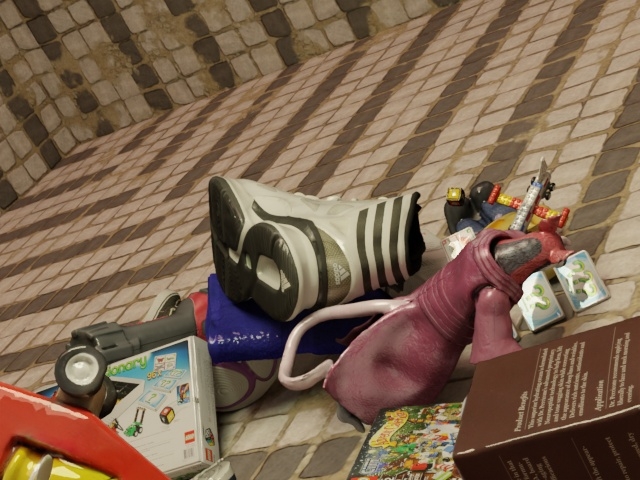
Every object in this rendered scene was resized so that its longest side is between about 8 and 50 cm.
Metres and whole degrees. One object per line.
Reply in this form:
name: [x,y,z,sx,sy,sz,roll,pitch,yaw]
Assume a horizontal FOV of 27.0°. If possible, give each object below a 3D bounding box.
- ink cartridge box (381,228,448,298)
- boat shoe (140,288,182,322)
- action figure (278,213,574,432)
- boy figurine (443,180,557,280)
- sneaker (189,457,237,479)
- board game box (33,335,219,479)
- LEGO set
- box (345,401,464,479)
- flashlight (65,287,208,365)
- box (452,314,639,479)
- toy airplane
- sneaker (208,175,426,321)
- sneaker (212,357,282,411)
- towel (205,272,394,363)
ink cartridge box: [0.148,0.046,1.923,0.109,0.063,0.150,-9,29,-31]
boat shoe: [-0.273,0.156,2.356,0.070,0.078,0.219,11,26,7]
action figure: [0.161,0.070,1.642,0.370,0.275,0.248,-47,23,36]
boy figurine: [0.265,-0.003,1.961,0.177,0.092,0.285,-27,17,-3]
sneaker: [-0.131,0.338,1.702,0.090,0.095,0.235,-38,1,-9]
board game box: [-0.290,0.274,1.951,0.305,0.053,0.193,-20,61,25]
LEGO set: [0.256,0.006,1.799,0.182,0.060,0.244,-26,61,10]
box: [0.124,0.246,1.489,0.159,0.044,0.233,-6,14,15]
flashlight: [-0.266,0.146,2.141,0.304,0.103,0.103,-13,-33,-45]
box: [0.267,0.205,1.341,0.203,0.167,0.168,-19,23,27]
toy airplane: [-0.221,0.334,1.466,0.272,0.386,0.384,-47,34,-18]
sneaker: [0.000,0.001,1.898,0.257,0.169,0.447,-7,16,-19]
sneaker: [-0.195,0.204,2.051,0.305,0.114,0.152,-22,22,19]
towel: [-0.015,0.112,1.958,0.308,0.076,0.228,-4,26,-2]
